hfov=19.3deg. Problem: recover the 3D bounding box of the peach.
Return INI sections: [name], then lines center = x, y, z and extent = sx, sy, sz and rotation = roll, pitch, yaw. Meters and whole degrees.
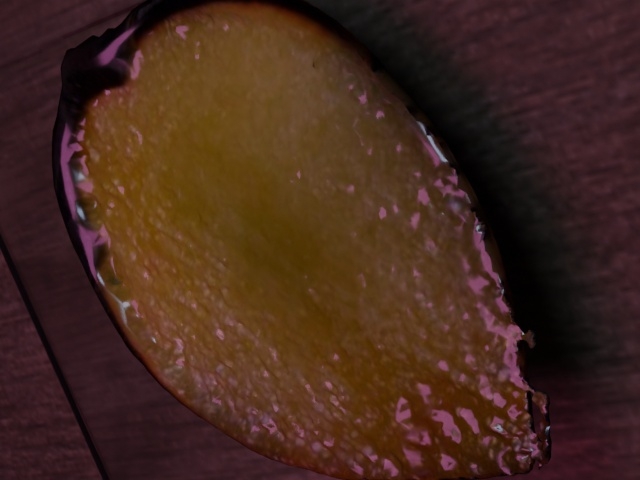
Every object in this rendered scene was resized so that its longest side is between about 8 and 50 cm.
[peach]
center = 0.001, -0.002, 0.766
extent = 0.279, 0.068, 0.189
rotation = 38, 128, 26
